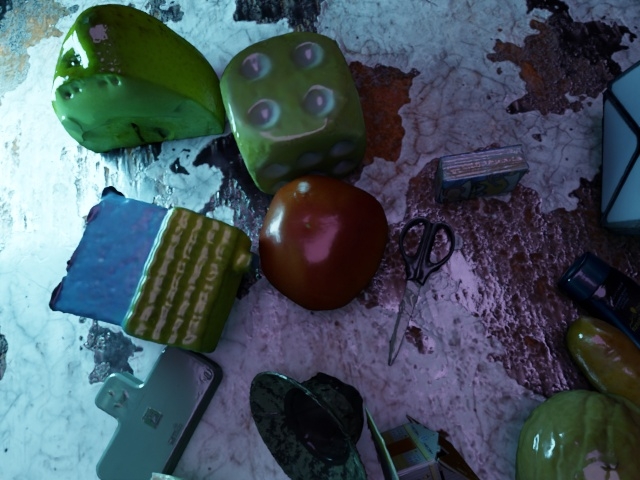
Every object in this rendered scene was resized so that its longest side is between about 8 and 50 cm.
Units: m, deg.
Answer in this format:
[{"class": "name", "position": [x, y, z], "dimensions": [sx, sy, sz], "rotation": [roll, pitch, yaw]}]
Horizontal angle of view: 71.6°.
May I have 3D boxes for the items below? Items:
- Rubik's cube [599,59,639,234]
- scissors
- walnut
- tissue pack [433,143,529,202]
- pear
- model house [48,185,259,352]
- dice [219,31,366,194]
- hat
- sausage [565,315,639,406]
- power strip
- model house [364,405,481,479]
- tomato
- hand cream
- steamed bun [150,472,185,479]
[{"class": "Rubik's cube", "position": [0.662, -0.151, 0.687], "dimensions": [0.306, 0.310, 0.306], "rotation": [2, 88, 9]}, {"class": "scissors", "position": [0.178, 0.095, 0.854], "dimensions": [0.108, 0.022, 0.300], "rotation": [16, 77, 16]}, {"class": "walnut", "position": [0.407, 0.334, 0.658], "dimensions": [0.227, 0.228, 0.228], "rotation": [-2, 73, 7]}, {"class": "tissue pack", "position": [0.304, -0.125, 0.856], "dimensions": [0.154, 0.115, 0.065], "rotation": [-10, 72, 6]}, {"class": "pear", "position": [-0.398, -0.346, 0.920], "dimensions": [0.341, 0.318, 0.239], "rotation": [-8, 77, 3]}, {"class": "model house", "position": [-0.277, 0.061, 0.812], "dimensions": [0.302, 0.215, 0.238], "rotation": [13, 76, 15]}, {"class": "dice", "position": [-0.050, -0.244, 0.884], "dimensions": [0.238, 0.227, 0.234], "rotation": [-19, 74, 0]}, {"class": "hat", "position": [0.003, 0.300, 0.751], "dimensions": [0.265, 0.266, 0.128], "rotation": [36, 44, 16]}, {"class": "sausage", "position": [0.521, 0.235, 0.723], "dimensions": [0.109, 0.109, 0.270], "rotation": [-43, 73, -7]}, {"class": "power strip", "position": [-0.323, 0.318, 0.830], "dimensions": [0.193, 0.059, 0.265], "rotation": [26, 78, 10]}, {"class": "model house", "position": [0.167, 0.347, 0.665], "dimensions": [0.135, 0.219, 0.208], "rotation": [-16, 91, -7]}, {"class": "tomato", "position": [-0.004, -0.002, 0.827], "dimensions": [0.259, 0.180, 0.260], "rotation": [-3, 70, 9]}, {"class": "hand cream", "position": [0.555, 0.138, 0.779], "dimensions": [0.270, 0.061, 0.120], "rotation": [42, 78, 9]}, {"class": "steamed bun", "position": [-0.234, 0.499, 0.690], "dimensions": [0.199, 0.170, 0.226], "rotation": [15, 74, -14]}]
